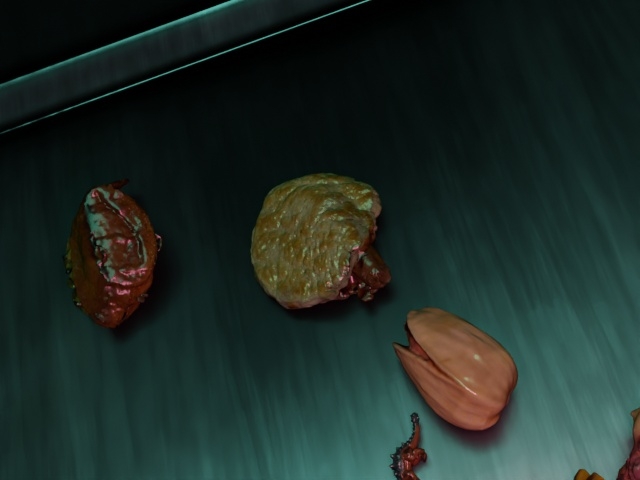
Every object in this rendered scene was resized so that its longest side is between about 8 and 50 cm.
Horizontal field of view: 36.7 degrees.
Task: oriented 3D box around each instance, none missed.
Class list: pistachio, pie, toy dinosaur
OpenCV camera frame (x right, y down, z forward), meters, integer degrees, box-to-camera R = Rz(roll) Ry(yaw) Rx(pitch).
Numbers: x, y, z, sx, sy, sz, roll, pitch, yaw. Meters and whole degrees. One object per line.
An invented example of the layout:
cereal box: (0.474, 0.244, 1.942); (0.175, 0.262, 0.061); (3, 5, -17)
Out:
pistachio: (0.213, 0.204, 1.559); (0.157, 0.157, 0.229); (-43, 55, -12)
pie: (-0.009, 0.000, 1.755); (0.257, 0.105, 0.275); (-15, 59, 15)
toy dinosaur: (0.141, 0.353, 1.556); (0.055, 0.049, 0.154); (7, 68, 20)

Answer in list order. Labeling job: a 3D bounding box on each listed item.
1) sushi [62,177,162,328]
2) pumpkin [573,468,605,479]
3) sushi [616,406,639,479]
sushi: (-0.394, 0.020, 1.809); (0.166, 0.179, 0.296); (-14, 73, -22)
pumpkin: (0.406, 0.462, 1.390); (0.149, 0.130, 0.254); (-33, 61, -6)
sushi: (0.557, 0.322, 1.409); (0.270, 0.171, 0.236); (-42, 62, -6)
